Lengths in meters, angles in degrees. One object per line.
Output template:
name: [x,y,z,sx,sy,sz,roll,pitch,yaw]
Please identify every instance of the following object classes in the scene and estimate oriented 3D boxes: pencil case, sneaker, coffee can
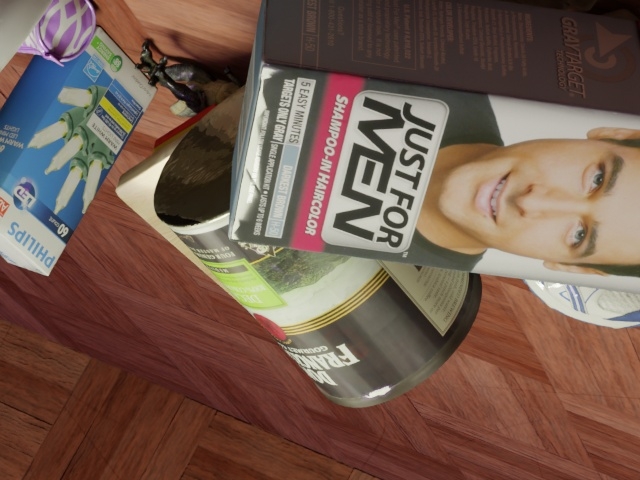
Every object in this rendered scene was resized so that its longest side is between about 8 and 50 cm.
pencil case: [-0.337,-0.243,2.021,0.206,0.088,0.086,8,156,48]
sneaker: [0.230,-0.012,1.749,0.296,0.112,0.131,29,163,-5]
coffee can: [0.000,0.000,1.764,0.201,0.201,0.275,6,144,53]

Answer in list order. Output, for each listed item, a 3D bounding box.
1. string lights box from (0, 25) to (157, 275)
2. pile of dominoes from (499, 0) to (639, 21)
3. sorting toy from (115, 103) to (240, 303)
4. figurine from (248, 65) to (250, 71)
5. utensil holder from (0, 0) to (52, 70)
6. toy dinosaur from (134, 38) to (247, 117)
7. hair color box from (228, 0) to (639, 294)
string lights box: [-0.306,-0.107,2.068,0.076,0.260,0.133,16,160,37]
pile of dominoes: [0.187,-0.167,1.528,0.196,0.040,0.251,37,154,-25]
sorting toy: [-0.033,-0.058,1.913,0.257,0.089,0.255,-30,122,30]
figurine: [0.045,-0.107,1.521,0.209,0.092,0.215,-4,159,-3]
utensil holder: [-0.455,-0.304,1.615,0.385,0.328,0.327,38,161,-26]
toy dinosaur: [-0.141,-0.167,1.983,0.118,0.064,0.268,29,168,-25]
hair color box: [0.128,-0.076,1.374,0.374,0.114,0.185,7,136,-6]
